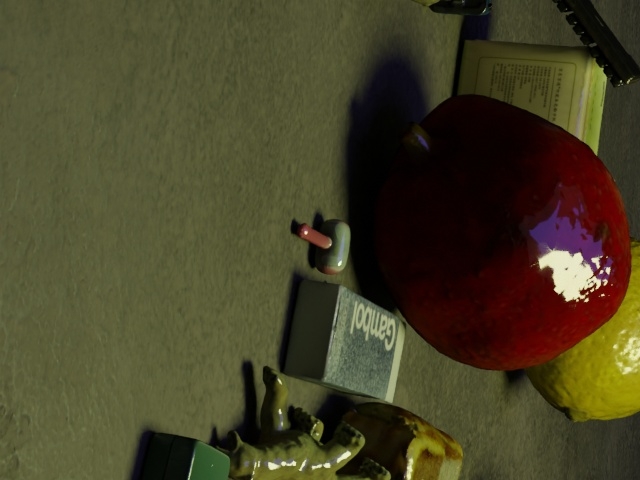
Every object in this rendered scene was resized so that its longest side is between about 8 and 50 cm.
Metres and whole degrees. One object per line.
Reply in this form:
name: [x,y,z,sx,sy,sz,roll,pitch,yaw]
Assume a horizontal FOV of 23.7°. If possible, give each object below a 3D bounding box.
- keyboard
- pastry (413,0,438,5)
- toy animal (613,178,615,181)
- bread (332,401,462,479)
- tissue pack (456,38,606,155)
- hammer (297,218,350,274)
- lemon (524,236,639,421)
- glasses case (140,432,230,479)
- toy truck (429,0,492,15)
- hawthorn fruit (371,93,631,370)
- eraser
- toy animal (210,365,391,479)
keyboard: [0.261,-0.306,1.733,0.317,0.027,0.106,56,20,6]
pastry: [0.109,-0.333,1.501,0.192,0.093,0.182,-57,145,-56]
toy animal: [0.275,0.005,1.944,0.154,0.166,0.250,-83,174,-66]
bread: [0.069,0.260,1.542,0.222,0.096,0.181,28,79,-68]
tissue pack: [0.240,-0.109,1.804,0.125,0.159,0.234,18,79,-67]
hammer: [0.000,0.000,1.406,0.083,0.031,0.053,28,66,-61]
lemon: [0.393,0.118,2.140,0.267,0.267,0.267,6,90,-69]
glasses case: [-0.117,0.243,1.156,0.078,0.039,0.184,46,53,-63]
toy truck: [0.158,-0.346,1.664,0.088,0.074,0.202,-21,115,-76]
hawthorn fruit: [0.173,-0.022,1.557,0.307,0.265,0.265,51,45,-32]
eraser: [0.027,0.102,1.475,0.212,0.046,0.092,32,67,-67]
toy animal: [-0.022,0.195,1.343,0.101,0.103,0.219,-52,155,-12]
